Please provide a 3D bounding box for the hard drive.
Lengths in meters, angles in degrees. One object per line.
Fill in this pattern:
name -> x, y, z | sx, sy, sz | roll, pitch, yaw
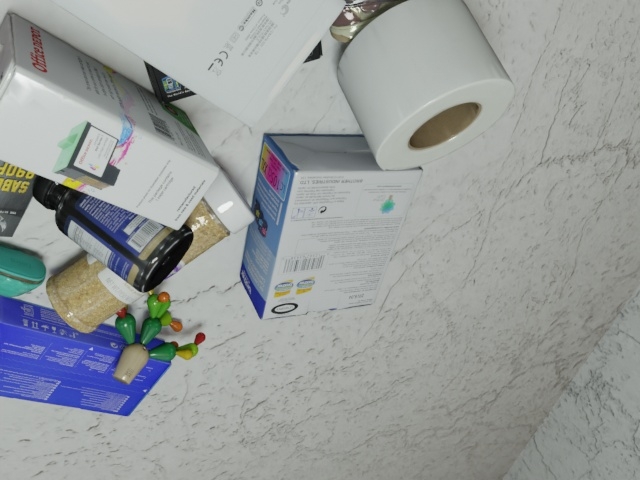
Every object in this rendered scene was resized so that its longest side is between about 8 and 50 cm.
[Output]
hard drive -> -0.158, -0.327, 0.724 | 0.353, 0.047, 0.233 | 27, 110, -42

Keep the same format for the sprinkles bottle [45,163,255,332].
sprinkles bottle -> -0.288, 0.013, 0.959 | 0.355, 0.121, 0.121 | -35, 136, -1

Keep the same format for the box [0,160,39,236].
box -> -0.498, -0.096, 0.739 | 0.183, 0.056, 0.231 | -54, 152, 17

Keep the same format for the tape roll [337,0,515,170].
tape roll -> 0.169, -0.251, 0.914 | 0.246, 0.169, 0.246 | -21, 164, -6

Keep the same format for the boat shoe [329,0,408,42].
boat shoe -> 0.135, -0.415, 0.875 | 0.285, 0.103, 0.092 | -27, 140, -1

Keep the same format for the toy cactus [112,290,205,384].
toy cactus -> -0.324, 0.187, 1.058 | 0.219, 0.112, 0.181 | 51, 49, -37

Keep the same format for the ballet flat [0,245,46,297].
ballet flat -> -0.550, 0.026, 0.845 | 0.087, 0.083, 0.247 | -34, 135, 19

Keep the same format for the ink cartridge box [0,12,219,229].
ink cartridge box -> -0.303, -0.155, 0.753 | 0.278, 0.201, 0.117 | 26, 110, -42

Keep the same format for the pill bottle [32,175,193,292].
pill bottle -> -0.312, -0.031, 0.837 | 0.219, 0.123, 0.123 | 38, 106, 1

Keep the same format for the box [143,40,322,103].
box -> -0.138, -0.339, 0.800 | 0.270, 0.060, 0.216 | -21, 134, -15

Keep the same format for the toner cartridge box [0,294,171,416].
toner cartridge box -> -0.478, 0.230, 1.056 | 0.165, 0.075, 0.347 | -48, 134, 13

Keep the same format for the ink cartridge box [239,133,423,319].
ink cartridge box -> 0.000, 0.000, 1.099 | 0.269, 0.151, 0.396 | -4, 126, -27
